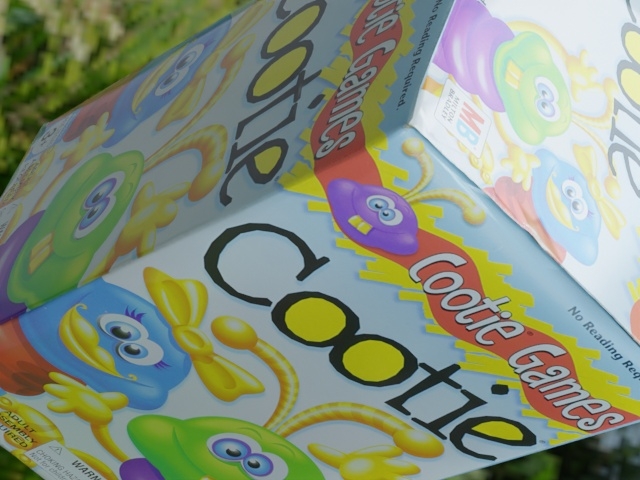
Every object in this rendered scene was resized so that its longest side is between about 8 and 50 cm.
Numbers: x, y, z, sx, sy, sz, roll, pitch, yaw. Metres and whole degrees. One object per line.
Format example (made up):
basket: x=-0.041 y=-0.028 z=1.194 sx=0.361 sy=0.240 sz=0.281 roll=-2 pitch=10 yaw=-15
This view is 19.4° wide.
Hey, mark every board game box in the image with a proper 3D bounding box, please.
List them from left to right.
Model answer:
board game box: x=0.000 y=0.000 z=0.690 sx=0.142 sy=0.275 sz=0.144 roll=43 pitch=47 yaw=-24
